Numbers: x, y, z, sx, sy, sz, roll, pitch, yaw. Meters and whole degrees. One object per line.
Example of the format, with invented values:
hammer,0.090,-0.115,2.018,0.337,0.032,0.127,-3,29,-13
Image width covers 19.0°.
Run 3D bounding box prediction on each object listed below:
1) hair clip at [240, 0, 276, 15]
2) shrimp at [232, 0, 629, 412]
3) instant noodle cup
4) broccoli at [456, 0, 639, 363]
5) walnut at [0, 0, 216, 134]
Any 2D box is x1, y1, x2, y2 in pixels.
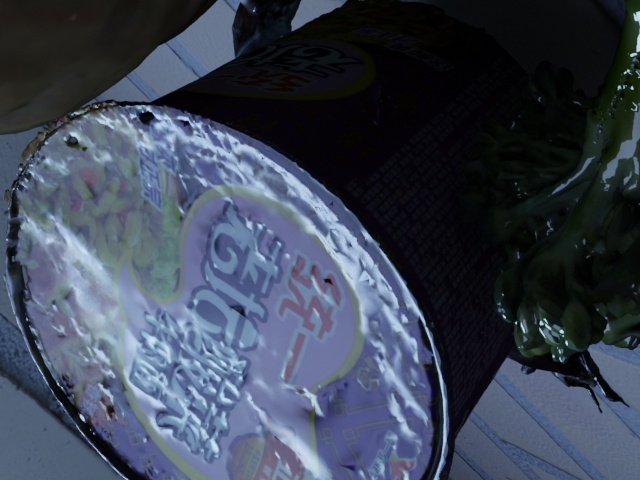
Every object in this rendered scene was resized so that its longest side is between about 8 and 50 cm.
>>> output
hair clip,-0.133,-0.298,1.286,0.331,0.085,0.101,42,169,2
shrimp,0.086,-0.035,1.454,0.410,0.166,0.221,37,144,-7
instant noodle cup,0.000,0.000,1.253,0.340,0.266,0.339,20,130,25
broccoli,0.152,-0.035,1.021,0.177,0.198,0.275,38,171,18
walnut,-0.214,-0.232,1.099,0.381,0.381,0.381,39,171,8
